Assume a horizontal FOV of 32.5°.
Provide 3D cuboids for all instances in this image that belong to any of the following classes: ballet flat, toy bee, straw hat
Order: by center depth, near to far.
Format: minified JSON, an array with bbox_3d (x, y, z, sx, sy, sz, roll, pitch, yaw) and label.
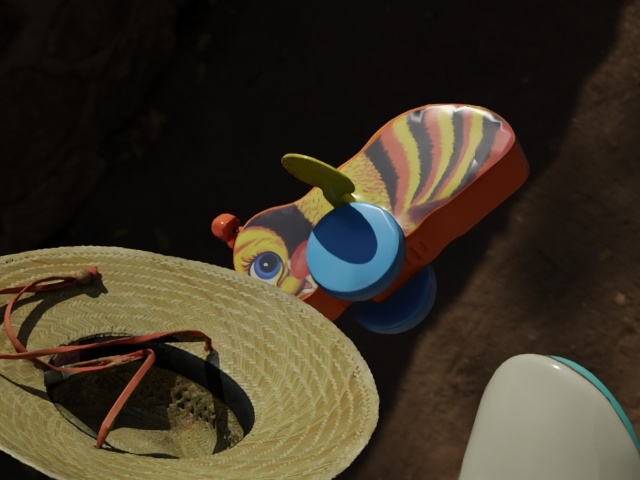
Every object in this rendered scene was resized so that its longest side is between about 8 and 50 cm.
[{"bbox_3d":[-0.058,0.061,0.359,0.144,0.145,0.061,40,125,41],"label":"straw hat"},{"bbox_3d":[0.087,0.162,0.422,0.086,0.248,0.086,-11,27,5],"label":"ballet flat"},{"bbox_3d":[0.000,0.000,0.800,0.298,0.195,0.162,-38,56,-21],"label":"toy bee"}]
